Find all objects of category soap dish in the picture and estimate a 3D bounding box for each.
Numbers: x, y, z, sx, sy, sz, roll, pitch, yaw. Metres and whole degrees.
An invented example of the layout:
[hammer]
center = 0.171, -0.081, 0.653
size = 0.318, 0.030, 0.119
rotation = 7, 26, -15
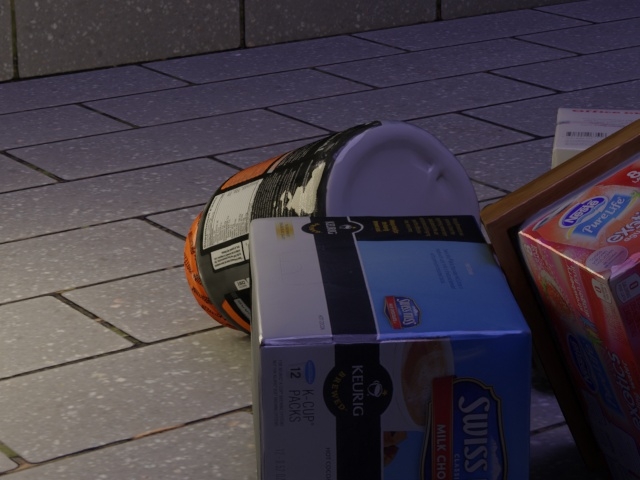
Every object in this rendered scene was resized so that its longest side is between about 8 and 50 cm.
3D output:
[soap dish]
center = 0.287, 0.040, 1.716
size = 0.229, 0.290, 0.118
rotation = -30, 27, -11

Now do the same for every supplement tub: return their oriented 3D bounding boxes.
[supplement tub]
center = 0.000, 0.000, 1.982
size = 0.207, 0.207, 0.338
rotation = -12, -3, -33

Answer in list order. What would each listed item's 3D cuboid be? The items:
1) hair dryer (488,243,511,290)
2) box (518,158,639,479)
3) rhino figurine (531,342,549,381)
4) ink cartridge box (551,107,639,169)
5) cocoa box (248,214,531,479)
[hair dryer]
center = 0.212, 0.080, 2.118
size = 0.294, 0.080, 0.224
rotation = -21, 42, -36
[box]
center = 0.308, 0.100, 1.591
size = 0.142, 0.300, 0.154
rotation = -30, 26, -14
[rhino figurine]
center = 0.330, 0.093, 1.947
size = 0.243, 0.073, 0.106
rotation = -12, 45, 5
[ink cartridge box]
center = 0.385, -0.065, 2.366
size = 0.171, 0.168, 0.232
rotation = 3, 18, 9
[cocoa box]
center = 0.054, 0.130, 1.649
size = 0.228, 0.231, 0.347
rotation = -2, 17, -3
